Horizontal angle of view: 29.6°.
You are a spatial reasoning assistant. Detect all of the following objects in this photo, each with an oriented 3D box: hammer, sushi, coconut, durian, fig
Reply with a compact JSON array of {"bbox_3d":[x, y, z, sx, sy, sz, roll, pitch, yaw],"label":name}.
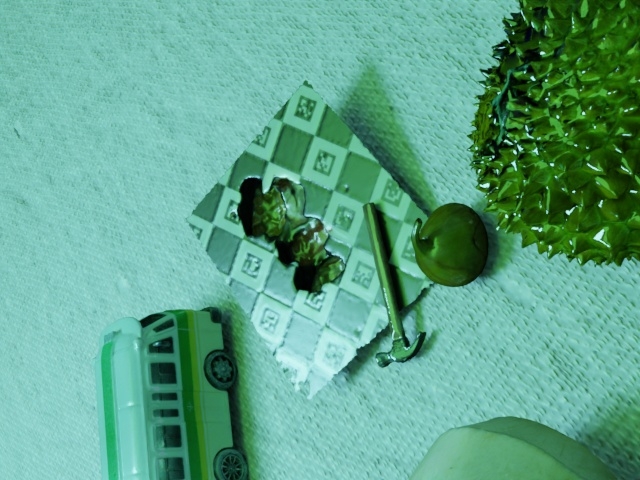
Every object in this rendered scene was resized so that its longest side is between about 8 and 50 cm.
[{"bbox_3d":[0.074,0.046,1.338,0.062,0.017,0.182,-17,79,30],"label":"hammer"},{"bbox_3d":[0.000,0.000,1.426,0.264,0.050,0.290,-47,65,23],"label":"sushi"},{"bbox_3d":[0.161,0.284,1.060,0.241,0.241,0.241,-11,75,48],"label":"coconut"},{"bbox_3d":[0.236,-0.105,1.049,0.291,0.225,0.291,-5,84,53],"label":"durian"},{"bbox_3d":[0.127,0.007,1.256,0.082,0.098,0.084,50,134,38],"label":"fig"}]

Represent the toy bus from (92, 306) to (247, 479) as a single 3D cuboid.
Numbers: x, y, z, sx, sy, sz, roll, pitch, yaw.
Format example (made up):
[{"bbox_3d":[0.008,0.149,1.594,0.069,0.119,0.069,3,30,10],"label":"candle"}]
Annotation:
[{"bbox_3d":[-0.200,0.225,1.550,0.134,0.165,0.276,-26,65,43],"label":"toy bus"}]
